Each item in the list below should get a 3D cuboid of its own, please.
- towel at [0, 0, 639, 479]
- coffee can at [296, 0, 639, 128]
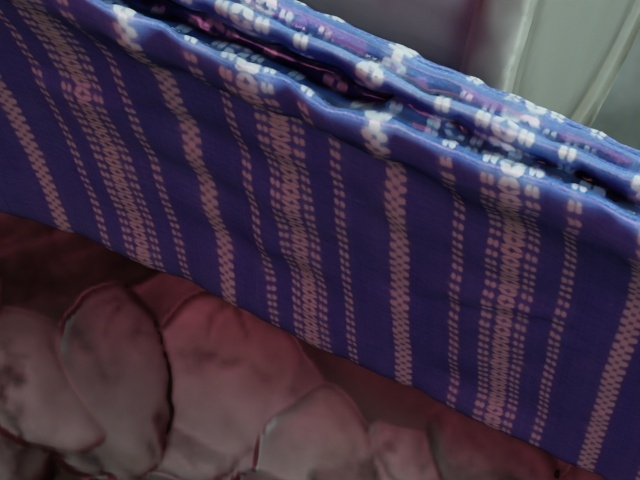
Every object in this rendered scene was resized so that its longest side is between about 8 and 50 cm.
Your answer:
[{"bbox_3d":[0.000,0.000,0.519,0.336,0.243,0.040,25,72,13],"label":"towel"},{"bbox_3d":[-0.025,-0.149,0.547,0.275,0.201,0.202,24,95,15],"label":"coffee can"}]
